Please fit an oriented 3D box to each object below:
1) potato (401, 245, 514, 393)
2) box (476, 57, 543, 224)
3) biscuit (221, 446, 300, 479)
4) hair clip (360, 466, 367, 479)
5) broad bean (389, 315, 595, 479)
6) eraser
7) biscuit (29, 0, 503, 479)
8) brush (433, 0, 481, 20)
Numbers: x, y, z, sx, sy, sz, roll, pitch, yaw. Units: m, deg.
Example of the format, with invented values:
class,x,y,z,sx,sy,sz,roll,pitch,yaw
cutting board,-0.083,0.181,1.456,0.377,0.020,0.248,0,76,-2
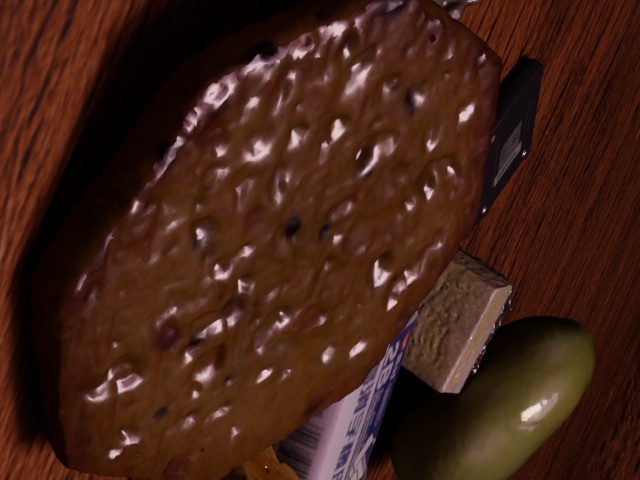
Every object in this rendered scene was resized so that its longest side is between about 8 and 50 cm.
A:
class,x,y,z,sx,sy,sz,roll,pitch,yaw
potato,0.116,0.072,1.613,0.122,0.086,0.061,-63,165,15
box,0.167,-0.091,1.622,0.126,0.027,0.125,-51,158,-35
biscuit,-0.031,0.206,1.289,0.036,0.166,0.225,-27,146,6
hair clip,0.022,0.230,1.663,0.030,0.039,0.115,-60,175,17
broad bean,0.172,0.162,1.758,0.238,0.119,0.291,-37,179,5
eraser,0.016,0.108,1.410,0.124,0.068,0.210,-26,138,-61
biscuit,-0.025,0.000,1.046,0.359,0.046,0.359,-34,147,-26
brush,0.006,-0.120,1.079,0.301,0.084,0.071,-42,152,-32
